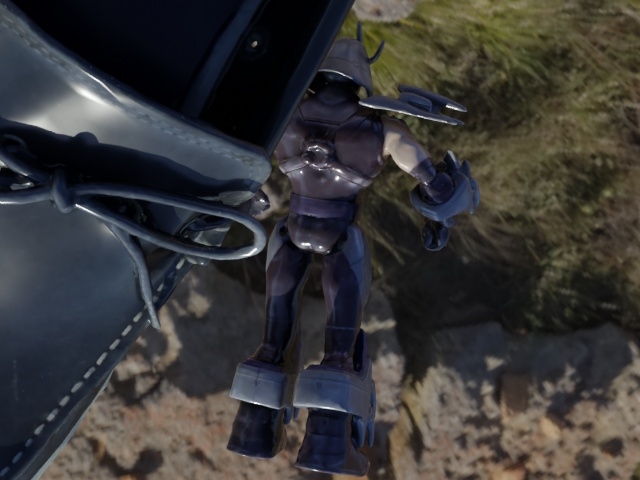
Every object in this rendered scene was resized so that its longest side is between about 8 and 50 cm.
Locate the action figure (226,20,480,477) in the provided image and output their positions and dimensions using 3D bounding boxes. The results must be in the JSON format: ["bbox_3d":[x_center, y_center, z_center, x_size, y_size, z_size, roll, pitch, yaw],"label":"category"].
[{"bbox_3d":[0.000,0.000,0.710,0.099,0.185,0.285,5,93,-63],"label":"action figure"}]

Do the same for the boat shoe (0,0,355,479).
[{"bbox_3d":[-0.112,-0.056,0.507,0.186,0.156,0.500,29,96,-26],"label":"boat shoe"}]
